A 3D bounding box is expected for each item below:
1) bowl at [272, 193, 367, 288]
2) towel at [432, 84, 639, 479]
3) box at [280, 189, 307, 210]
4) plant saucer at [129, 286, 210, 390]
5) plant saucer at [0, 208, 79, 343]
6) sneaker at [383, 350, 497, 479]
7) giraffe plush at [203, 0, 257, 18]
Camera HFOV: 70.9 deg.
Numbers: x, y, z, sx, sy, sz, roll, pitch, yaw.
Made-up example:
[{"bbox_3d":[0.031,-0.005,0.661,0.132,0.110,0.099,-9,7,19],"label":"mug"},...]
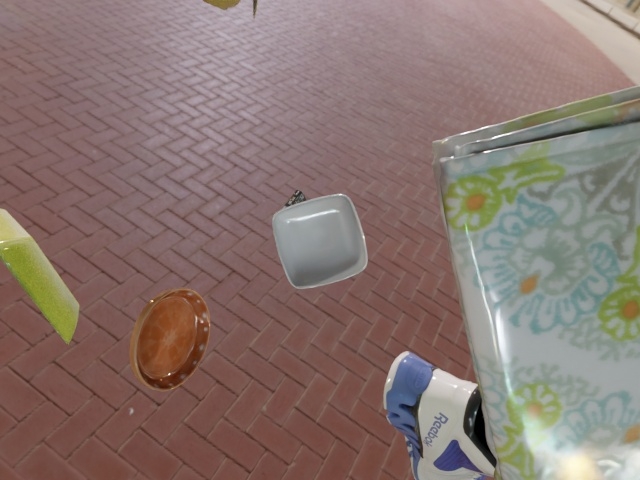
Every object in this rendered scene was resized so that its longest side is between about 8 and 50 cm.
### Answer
[{"bbox_3d":[0.000,0.000,0.753,0.142,0.142,0.053,-15,7,2],"label":"bowl"},{"bbox_3d":[0.283,0.056,0.373,0.320,0.375,0.090,-13,9,10],"label":"towel"},{"bbox_3d":[-0.055,-0.072,1.094,0.018,0.083,0.067,26,71,35],"label":"box"},{"bbox_3d":[-0.123,0.080,0.369,0.013,0.084,0.083,6,33,27],"label":"plant saucer"},{"bbox_3d":[-0.427,0.037,0.656,0.188,0.188,0.045,25,50,38],"label":"plant saucer"},{"bbox_3d":[0.223,0.299,0.650,0.182,0.316,0.127,7,49,42],"label":"sneaker"},{"bbox_3d":[-0.154,-0.333,0.462,0.170,0.181,0.210,2,60,-23],"label":"giraffe plush"}]
